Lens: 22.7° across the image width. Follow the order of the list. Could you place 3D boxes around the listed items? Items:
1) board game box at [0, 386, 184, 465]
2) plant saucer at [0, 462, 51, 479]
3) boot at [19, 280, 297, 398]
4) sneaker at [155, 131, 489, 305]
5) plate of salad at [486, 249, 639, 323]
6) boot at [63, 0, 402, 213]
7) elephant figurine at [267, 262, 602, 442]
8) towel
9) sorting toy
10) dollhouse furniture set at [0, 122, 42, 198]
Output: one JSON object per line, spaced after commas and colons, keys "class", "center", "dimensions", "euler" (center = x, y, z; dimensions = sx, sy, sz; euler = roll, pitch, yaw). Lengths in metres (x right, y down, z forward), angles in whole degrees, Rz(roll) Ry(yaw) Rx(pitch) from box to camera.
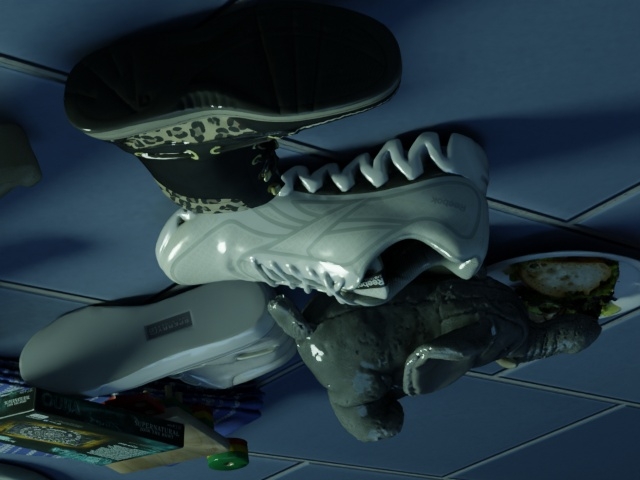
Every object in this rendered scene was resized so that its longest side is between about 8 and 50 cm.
{"class": "board game box", "center": [-0.241, 0.181, 1.536], "dimensions": [0.126, 0.026, 0.186], "euler": [-17, 153, 39]}
{"class": "plant saucer", "center": [-0.524, 0.379, 2.013], "dimensions": [0.400, 0.100, 0.400], "euler": [-7, 156, -3]}
{"class": "boot", "center": [-0.149, 0.114, 1.538], "dimensions": [0.258, 0.095, 0.123], "euler": [-13, 148, 10]}
{"class": "sneaker", "center": [0.000, 0.000, 1.311], "dimensions": [0.292, 0.118, 0.110], "euler": [-14, 157, 16]}
{"class": "plate of salad", "center": [0.235, 0.057, 1.570], "dimensions": [0.199, 0.048, 0.200], "euler": [-1, 157, -1]}
{"class": "boot", "center": [-0.042, -0.088, 1.143], "dimensions": [0.236, 0.085, 0.178], "euler": [-7, 159, 14]}
{"class": "elephant figurine", "center": [0.112, 0.074, 1.485], "dimensions": [0.239, 0.169, 0.186], "euler": [-22, -176, 22]}
{"class": "towel", "center": [-0.257, 0.194, 1.772], "dimensions": [0.336, 0.040, 0.243], "euler": [10, 152, -31]}
{"class": "sorting toy", "center": [-0.185, 0.193, 1.675], "dimensions": [0.132, 0.046, 0.274], "euler": [-15, 153, 17]}
{"class": "dollhouse furniture set", "center": [-0.339, -0.045, 1.079], "dimensions": [0.197, 0.151, 0.301], "euler": [-37, 179, 9]}
